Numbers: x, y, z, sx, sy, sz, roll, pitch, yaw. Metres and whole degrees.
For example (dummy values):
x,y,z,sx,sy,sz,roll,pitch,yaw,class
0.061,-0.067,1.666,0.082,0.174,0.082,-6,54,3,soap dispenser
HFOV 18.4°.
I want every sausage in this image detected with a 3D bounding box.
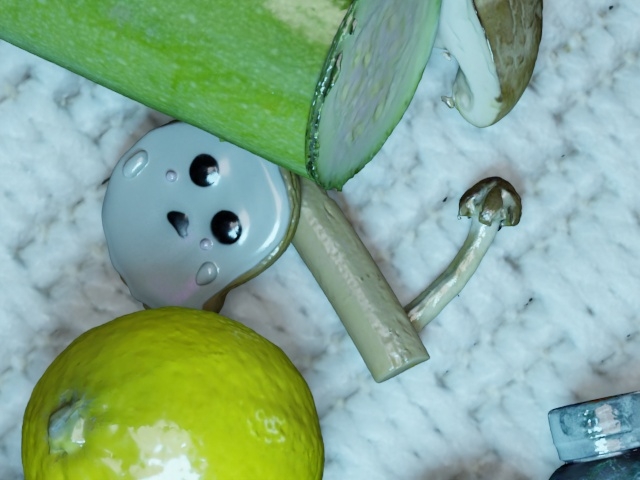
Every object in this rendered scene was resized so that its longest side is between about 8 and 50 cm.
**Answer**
x,y,z,sx,sy,sz,roll,pitch,yaw,class
0.001,0.000,1.882,0.066,0.066,0.301,-31,81,-3,sausage

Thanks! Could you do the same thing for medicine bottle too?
x,y,z,sx,sy,sz,roll,pitch,yaw,class
0.289,0.289,1.823,0.141,0.141,0.293,-11,85,-1,medicine bottle

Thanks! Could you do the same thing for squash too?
x,y,z,sx,sy,sz,roll,pitch,yaw,class
-0.103,-0.236,1.780,0.384,0.263,0.263,26,85,14,squash

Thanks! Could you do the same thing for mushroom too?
x,y,z,sx,sy,sz,roll,pitch,yaw,class
0.127,0.020,1.892,0.060,0.061,0.187,35,90,3,mushroom
0.143,-0.258,1.894,0.151,0.156,0.286,-26,87,-30,mushroom

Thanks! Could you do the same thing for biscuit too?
x,y,z,sx,sy,sz,roll,pitch,yaw,class
-0.118,-0.029,1.868,0.208,0.049,0.181,-37,80,19,biscuit

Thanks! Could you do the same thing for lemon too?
x,y,z,sx,sy,sz,roll,pitch,yaw,class
-0.130,0.192,1.766,0.293,0.293,0.293,0,85,0,lemon
